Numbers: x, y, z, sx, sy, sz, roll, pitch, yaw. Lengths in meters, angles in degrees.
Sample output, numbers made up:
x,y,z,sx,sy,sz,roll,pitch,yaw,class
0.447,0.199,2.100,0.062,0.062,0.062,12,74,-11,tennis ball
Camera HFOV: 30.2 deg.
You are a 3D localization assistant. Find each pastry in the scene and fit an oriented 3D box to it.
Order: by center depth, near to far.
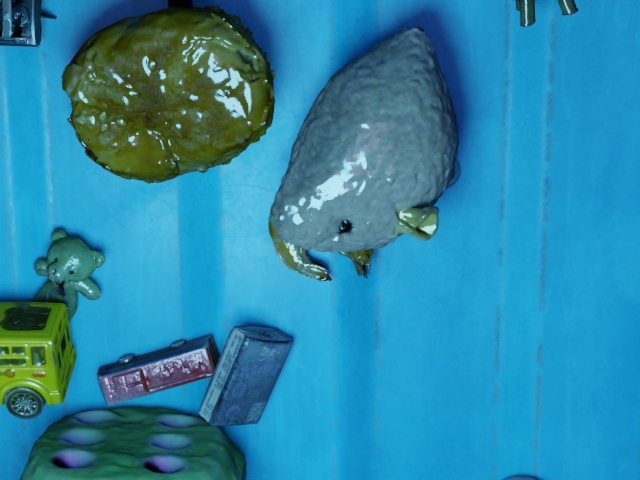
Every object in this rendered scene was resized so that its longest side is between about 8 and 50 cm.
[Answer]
x,y,z,sx,sy,sz,roll,pitch,yaw,class
-0.210,-0.216,1.711,0.311,0.162,0.255,-10,118,14,pastry

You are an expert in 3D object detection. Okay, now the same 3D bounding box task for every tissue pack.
x,y,z,sx,sy,sz,roll,pitch,yaw,class
-0.114,0.211,1.840,0.051,0.112,0.156,33,105,37,tissue pack

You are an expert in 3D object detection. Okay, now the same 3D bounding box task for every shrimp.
x,y,z,sx,sy,sz,roll,pitch,yaw,class
0.001,-0.002,1.825,0.187,0.051,0.132,42,112,-1,shrimp

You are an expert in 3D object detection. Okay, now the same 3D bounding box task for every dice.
x,y,z,sx,sy,sz,roll,pitch,yaw,class
-0.284,0.445,1.783,0.319,0.322,0.330,7,102,-1,dice

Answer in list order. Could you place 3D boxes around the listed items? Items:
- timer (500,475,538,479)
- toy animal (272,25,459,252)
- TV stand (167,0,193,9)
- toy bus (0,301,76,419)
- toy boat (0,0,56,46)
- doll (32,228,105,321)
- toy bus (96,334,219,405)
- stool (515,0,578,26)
x,y,z,sx,sy,sz,roll,pitch,yaw,class
0.306,0.492,1.926,0.209,0.069,0.190,-34,104,6,timer
0.085,-0.135,1.718,0.227,0.188,0.358,25,100,-18,toy animal
-0.209,-0.450,1.714,0.040,0.049,0.256,-1,103,-1,TV stand
-0.548,0.173,1.794,0.330,0.144,0.152,0,120,-1,toy bus
-0.517,-0.332,1.717,0.246,0.103,0.092,4,104,2,toy boat
-0.395,0.065,1.826,0.115,0.077,0.150,25,113,5,doll
-0.255,0.204,1.852,0.192,0.077,0.065,-17,99,3,toy bus
0.336,-0.397,1.697,0.217,0.125,0.121,-32,120,-12,stool
